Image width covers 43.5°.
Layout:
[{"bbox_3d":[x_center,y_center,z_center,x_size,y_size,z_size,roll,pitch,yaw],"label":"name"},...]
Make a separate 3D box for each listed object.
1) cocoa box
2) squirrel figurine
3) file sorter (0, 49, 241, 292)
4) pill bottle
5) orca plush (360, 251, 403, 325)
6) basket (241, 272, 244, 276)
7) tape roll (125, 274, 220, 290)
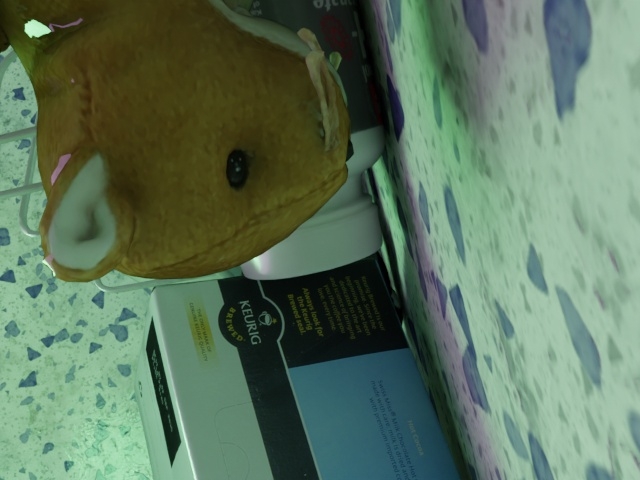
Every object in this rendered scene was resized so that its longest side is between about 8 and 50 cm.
[{"bbox_3d":[-0.023,0.227,0.749,0.231,0.227,0.347,116,141,-53],"label":"cocoa box"},{"bbox_3d":[-0.151,-0.159,0.431,0.281,0.396,0.371,-139,44,-79],"label":"squirrel figurine"},{"bbox_3d":[-0.202,-0.092,0.752,0.278,0.173,0.193,56,-151,-56],"label":"file sorter"},{"bbox_3d":[-0.042,-0.135,0.695,0.176,0.176,0.319,-113,10,-80],"label":"pill bottle"},{"bbox_3d":[0.000,0.000,0.936,0.287,0.102,0.151,37,128,15],"label":"orca plush"},{"bbox_3d":[-0.047,0.081,1.133,0.299,0.213,0.223,-83,-15,-53],"label":"basket"},{"bbox_3d":[-0.163,-0.037,1.080,0.246,0.169,0.246,-60,0,1],"label":"tape roll"}]
